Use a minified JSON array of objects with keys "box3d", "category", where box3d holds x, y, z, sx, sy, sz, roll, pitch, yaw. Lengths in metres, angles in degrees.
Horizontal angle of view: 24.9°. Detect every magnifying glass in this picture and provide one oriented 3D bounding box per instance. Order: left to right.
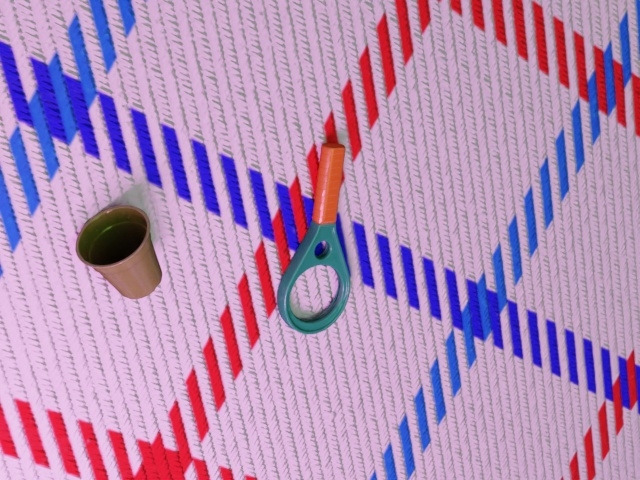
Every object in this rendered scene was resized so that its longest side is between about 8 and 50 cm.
[{"box3d":[0.000,0.000,1.682,0.092,0.026,0.231,-5,114,-32],"category":"magnifying glass"}]

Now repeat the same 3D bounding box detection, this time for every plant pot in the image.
[{"box3d":[-0.204,0.019,1.524,0.083,0.083,0.079,-39,139,-14],"category":"plant pot"}]
